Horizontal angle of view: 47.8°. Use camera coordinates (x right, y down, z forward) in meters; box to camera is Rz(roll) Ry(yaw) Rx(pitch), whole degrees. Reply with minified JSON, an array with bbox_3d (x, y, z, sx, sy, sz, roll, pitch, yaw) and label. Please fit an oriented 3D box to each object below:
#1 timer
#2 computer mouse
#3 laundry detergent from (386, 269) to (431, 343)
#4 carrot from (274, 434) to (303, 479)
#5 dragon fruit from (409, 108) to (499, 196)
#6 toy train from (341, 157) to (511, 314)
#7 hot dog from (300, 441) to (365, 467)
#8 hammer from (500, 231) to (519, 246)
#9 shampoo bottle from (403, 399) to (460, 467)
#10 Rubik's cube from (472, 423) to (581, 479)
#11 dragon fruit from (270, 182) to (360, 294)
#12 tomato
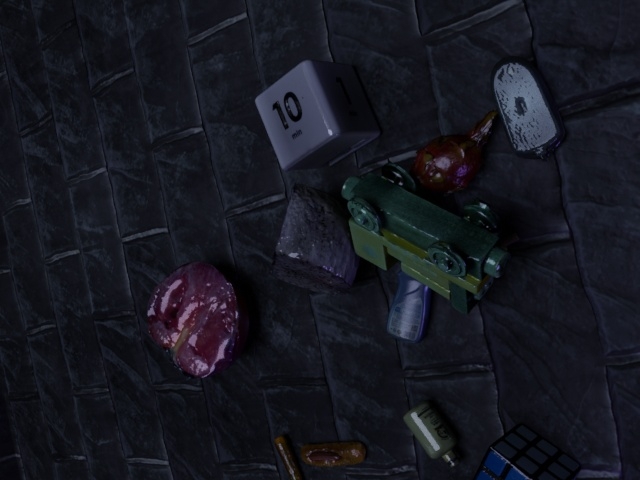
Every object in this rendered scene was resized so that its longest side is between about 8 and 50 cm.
[{"bbox_3d":[-0.007,-0.294,1.714,0.192,0.194,0.195,-29,80,38],"label":"timer"},{"bbox_3d":[0.419,-0.264,1.463,0.113,0.068,0.229,-20,95,25],"label":"computer mouse"},{"bbox_3d":[0.216,0.134,1.689,0.096,0.061,0.206,21,110,34],"label":"laundry detergent"},{"bbox_3d":[-0.083,0.629,2.019,0.042,0.042,0.171,-32,77,37],"label":"carrot"},{"bbox_3d":[0.300,-0.193,1.544,0.125,0.125,0.246,43,104,-8],"label":"dragon fruit"},{"bbox_3d":[0.220,-0.003,1.530,0.397,0.160,0.253,30,155,29],"label":"toy train"},{"bbox_3d":[0.029,0.571,1.917,0.215,0.047,0.066,-14,91,39],"label":"hot dog"},{"bbox_3d":[0.355,0.034,1.593,0.199,0.013,0.062,-31,78,38],"label":"hammer"},{"bbox_3d":[0.268,0.458,1.686,0.162,0.079,0.079,54,125,20],"label":"shampoo bottle"},{"bbox_3d":[0.423,0.513,1.519,0.162,0.163,0.161,32,116,29],"label":"Rubik's cube"},{"bbox_3d":[0.000,0.000,1.755,0.203,0.283,0.221,15,72,-3],"label":"dragon fruit"},{"bbox_3d":[-0.317,0.226,2.067,0.335,0.176,0.290,37,97,29],"label":"tomato"}]
